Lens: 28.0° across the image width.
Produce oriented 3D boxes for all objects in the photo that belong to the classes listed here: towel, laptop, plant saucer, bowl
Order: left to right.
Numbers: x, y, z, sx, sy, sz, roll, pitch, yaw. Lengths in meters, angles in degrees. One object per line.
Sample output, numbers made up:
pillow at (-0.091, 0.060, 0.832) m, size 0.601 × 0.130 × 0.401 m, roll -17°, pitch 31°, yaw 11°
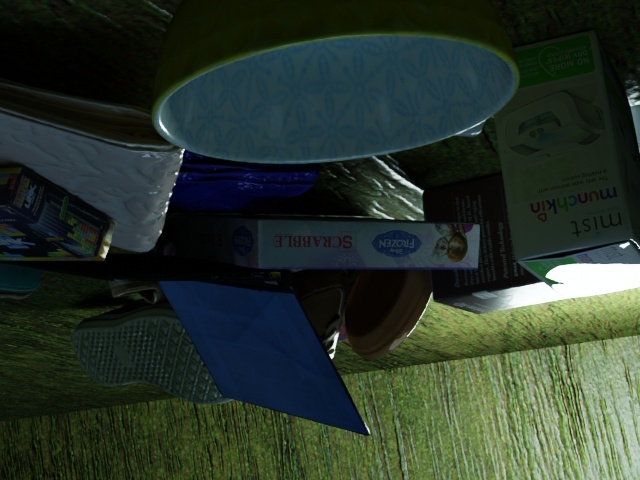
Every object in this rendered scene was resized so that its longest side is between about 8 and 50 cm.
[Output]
towel at (-0.302, -0.088, 1.293) m, size 0.317 × 0.053 × 0.332 m, roll 16°, pitch 162°, yaw -7°
towel at (-0.173, -0.077, 1.530) m, size 0.308 × 0.076 × 0.228 m, roll 3°, pitch 163°, yaw -31°
laptop at (-0.200, 0.142, 1.793) m, size 0.408 × 0.236 × 0.382 m, roll 1°, pitch -178°, yaw -37°
bowl at (0.006, -0.176, 1.019) m, size 0.290 × 0.156 × 0.289 m, roll -5°, pitch 166°, yaw -1°
plant saucer at (0.097, 0.080, 1.910) m, size 0.037 × 0.200 × 0.200 m, roll 28°, pitch 152°, yaw -24°

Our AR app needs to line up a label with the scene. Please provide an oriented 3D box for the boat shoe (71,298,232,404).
boat shoe at (-0.253, 0.177, 2.262) m, size 0.156 × 0.186 × 0.500 m, roll -29°, pitch -164°, yaw -37°

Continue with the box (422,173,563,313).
box at (0.278, 0.002, 1.849) m, size 0.203 × 0.167 × 0.168 m, roll -13°, pitch 165°, yaw 28°

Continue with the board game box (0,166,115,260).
board game box at (-0.324, -0.024, 1.338) m, size 0.170 × 0.048 × 0.141 m, roll -1°, pitch 158°, yaw 37°

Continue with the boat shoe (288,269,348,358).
boat shoe at (-0.016, 0.134, 1.948) m, size 0.123 × 0.120 × 0.324 m, roll -13°, pitch 160°, yaw -15°

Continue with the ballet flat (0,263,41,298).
ballet flat at (-0.527, 0.040, 1.821) m, size 0.106 × 0.107 × 0.316 m, roll -3°, pitch 168°, yaw 24°

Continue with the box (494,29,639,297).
box at (0.286, -0.073, 1.411) m, size 0.127 × 0.231 × 0.262 m, roll -11°, pitch 166°, yaw 19°

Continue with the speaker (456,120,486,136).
speaker at (0.114, -0.145, 1.413) m, size 0.136 × 0.055 × 0.055 m, roll 1°, pitch 165°, yaw -29°

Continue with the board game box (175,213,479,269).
board game box at (0.000, 0.000, 1.762) m, size 0.319 × 0.065 × 0.318 m, roll 1°, pitch -178°, yaw -24°

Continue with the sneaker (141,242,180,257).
sneaker at (-0.254, 0.032, 2.030) m, size 0.057 × 0.047 × 0.119 m, roll 0°, pitch 160°, yaw 4°

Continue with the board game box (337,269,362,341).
board game box at (0.002, 0.119, 2.220) m, size 0.208 × 0.056 × 0.347 m, roll -43°, pitch -169°, yaw -35°

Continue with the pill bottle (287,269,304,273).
pill bottle at (-0.087, 0.070, 2.075) m, size 0.121 × 0.121 × 0.216 m, roll -12°, pitch 165°, yaw 25°

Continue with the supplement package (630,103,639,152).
supplement package at (0.541, -0.085, 1.536) m, size 0.263 × 0.198 × 0.199 m, roll -15°, pitch 165°, yaw 32°

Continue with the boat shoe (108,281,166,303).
boat shoe at (-0.285, 0.078, 2.160) m, size 0.170 × 0.059 × 0.063 m, roll 6°, pitch 162°, yaw -39°
